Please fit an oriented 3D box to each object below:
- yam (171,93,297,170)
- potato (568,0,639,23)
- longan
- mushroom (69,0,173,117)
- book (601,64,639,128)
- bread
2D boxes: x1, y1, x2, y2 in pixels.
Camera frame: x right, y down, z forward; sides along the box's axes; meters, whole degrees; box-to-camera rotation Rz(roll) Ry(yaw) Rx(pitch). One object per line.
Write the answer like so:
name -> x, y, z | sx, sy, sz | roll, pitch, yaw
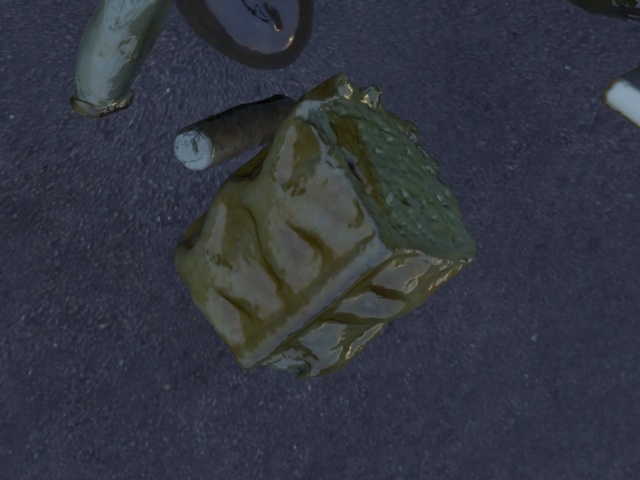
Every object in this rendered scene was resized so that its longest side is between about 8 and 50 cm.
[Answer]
yam -> -0.108, -0.163, 1.049 | 0.067, 0.317, 0.071 | -11, 104, 25
potato -> 0.339, -0.337, 0.871 | 0.251, 0.149, 0.113 | 23, 91, 19
longan -> -0.153, -0.509, 1.466 | 0.288, 0.288, 0.350 | -40, 114, 5
mushroom -> -0.266, -0.308, 1.006 | 0.087, 0.107, 0.333 | 40, 124, 4
book -> 0.345, -0.055, 0.545 | 0.269, 0.389, 0.032 | 36, 116, 12
bread -> 0.004, 0.002, 0.718 | 0.252, 0.196, 0.238 | -33, 87, 31
